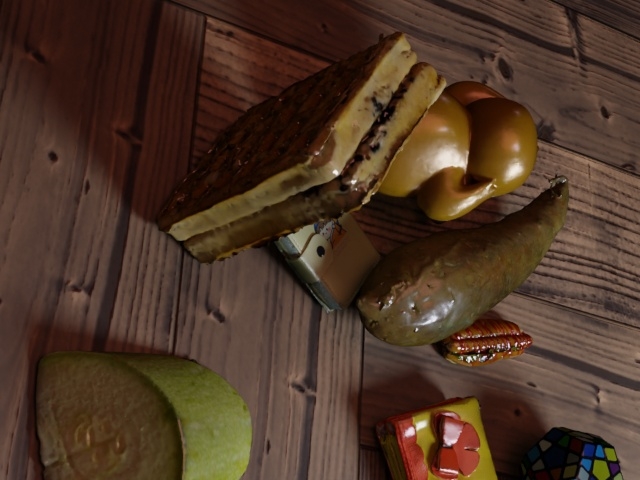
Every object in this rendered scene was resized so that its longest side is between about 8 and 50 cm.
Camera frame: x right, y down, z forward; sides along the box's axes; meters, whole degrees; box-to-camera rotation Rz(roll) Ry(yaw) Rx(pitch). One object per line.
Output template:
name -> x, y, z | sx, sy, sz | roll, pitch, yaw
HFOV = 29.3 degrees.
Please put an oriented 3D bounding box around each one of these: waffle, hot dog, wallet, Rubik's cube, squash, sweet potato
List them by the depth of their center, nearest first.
squash -> -0.178, 0.230, 1.288 | 0.204, 0.155, 0.237 | -9, 76, 2
waffle -> -0.030, -0.092, 1.332 | 0.091, 0.308, 0.213 | 47, 53, -18
wallet -> 0.156, 0.311, 1.451 | 0.141, 0.067, 0.241 | -8, 78, -34
wallet -> 0.000, 0.000, 1.463 | 0.155, 0.039, 0.110 | 53, 52, -24
Rubik's cube -> 0.313, 0.296, 1.534 | 0.112, 0.133, 0.133 | 52, 47, -42
sweet potato -> 0.192, 0.032, 1.546 | 0.422, 0.130, 0.131 | -25, 87, -39
hot dog -> 0.215, 0.130, 1.577 | 0.144, 0.038, 0.062 | 0, 72, -34

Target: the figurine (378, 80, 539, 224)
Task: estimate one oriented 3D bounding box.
figurine -> 0.142, -0.118, 1.518 | 0.228, 0.215, 0.215 | 24, 60, -27
